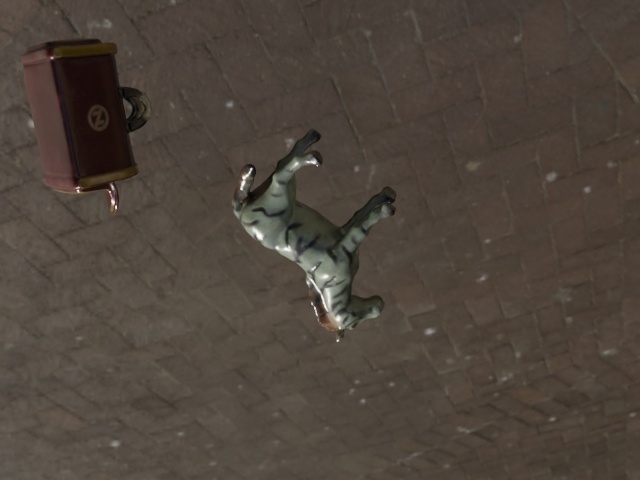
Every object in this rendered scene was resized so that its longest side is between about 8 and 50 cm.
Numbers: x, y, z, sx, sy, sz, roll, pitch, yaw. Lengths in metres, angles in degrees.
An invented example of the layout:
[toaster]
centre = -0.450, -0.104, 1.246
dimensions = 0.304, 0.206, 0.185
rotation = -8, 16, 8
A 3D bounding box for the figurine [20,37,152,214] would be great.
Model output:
[figurine]
centre = -0.195, -0.099, 0.685
dimensions = 0.098, 0.154, 0.082
rotation = -20, -162, -37

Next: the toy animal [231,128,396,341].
[toy animal]
centre = 0.016, -0.006, 0.911
dimensions = 0.170, 0.090, 0.255
rotation = -31, 105, 16
